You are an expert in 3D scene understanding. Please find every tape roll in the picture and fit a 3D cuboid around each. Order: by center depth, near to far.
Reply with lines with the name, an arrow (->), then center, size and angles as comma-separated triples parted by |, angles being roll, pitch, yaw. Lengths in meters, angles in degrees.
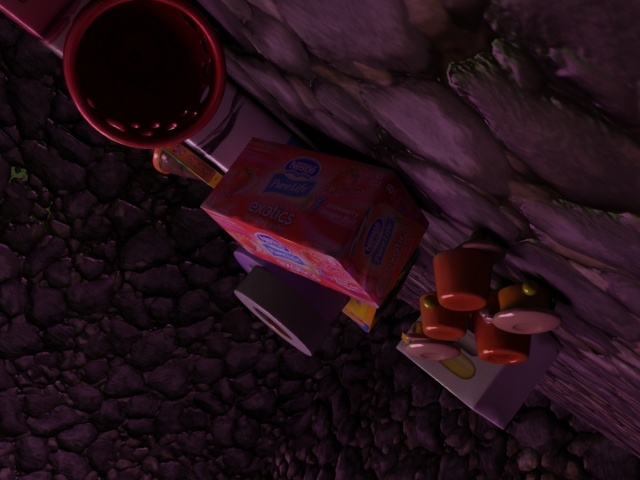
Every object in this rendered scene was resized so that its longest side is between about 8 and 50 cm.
tape roll -> -0.081, 0.152, 1.328 | 0.219, 0.072, 0.219 | 37, 165, 12
tape roll -> -0.067, 0.085, 1.414 | 0.275, 0.090, 0.275 | 38, 166, 11

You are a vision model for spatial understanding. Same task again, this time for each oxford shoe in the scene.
oxford shoe -> -0.260, -0.192, 1.379 | 0.133, 0.129, 0.364 | 21, -173, 7

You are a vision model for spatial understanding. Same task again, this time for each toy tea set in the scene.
toy tea set -> 0.228, 0.078, 0.878 | 0.200, 0.124, 0.336 | 4, 154, 4

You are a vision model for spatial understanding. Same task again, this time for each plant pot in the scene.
plant pot -> -0.232, -0.233, 0.804 | 0.191, 0.191, 0.174 | 39, -174, -32

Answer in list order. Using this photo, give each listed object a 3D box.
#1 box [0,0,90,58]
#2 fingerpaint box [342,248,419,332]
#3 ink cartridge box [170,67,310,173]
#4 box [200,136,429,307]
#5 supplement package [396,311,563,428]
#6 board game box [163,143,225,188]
box -> -0.413, -0.387, 0.871 | 0.232, 0.148, 0.127 | 38, 177, -32
fingerpaint box -> 0.000, 0.000, 1.506 | 0.445, 0.163, 0.371 | 37, 166, 12
ink cartridge box -> -0.180, -0.207, 1.141 | 0.307, 0.129, 0.223 | 38, 180, -22
box -> -0.013, -0.038, 0.926 | 0.300, 0.154, 0.142 | 21, 161, 42
supplement package -> 0.297, 0.203, 1.163 | 0.203, 0.194, 0.149 | 35, 177, 46
board game box -> -0.212, -0.126, 1.182 | 0.124, 0.039, 0.259 | 37, -178, 14
